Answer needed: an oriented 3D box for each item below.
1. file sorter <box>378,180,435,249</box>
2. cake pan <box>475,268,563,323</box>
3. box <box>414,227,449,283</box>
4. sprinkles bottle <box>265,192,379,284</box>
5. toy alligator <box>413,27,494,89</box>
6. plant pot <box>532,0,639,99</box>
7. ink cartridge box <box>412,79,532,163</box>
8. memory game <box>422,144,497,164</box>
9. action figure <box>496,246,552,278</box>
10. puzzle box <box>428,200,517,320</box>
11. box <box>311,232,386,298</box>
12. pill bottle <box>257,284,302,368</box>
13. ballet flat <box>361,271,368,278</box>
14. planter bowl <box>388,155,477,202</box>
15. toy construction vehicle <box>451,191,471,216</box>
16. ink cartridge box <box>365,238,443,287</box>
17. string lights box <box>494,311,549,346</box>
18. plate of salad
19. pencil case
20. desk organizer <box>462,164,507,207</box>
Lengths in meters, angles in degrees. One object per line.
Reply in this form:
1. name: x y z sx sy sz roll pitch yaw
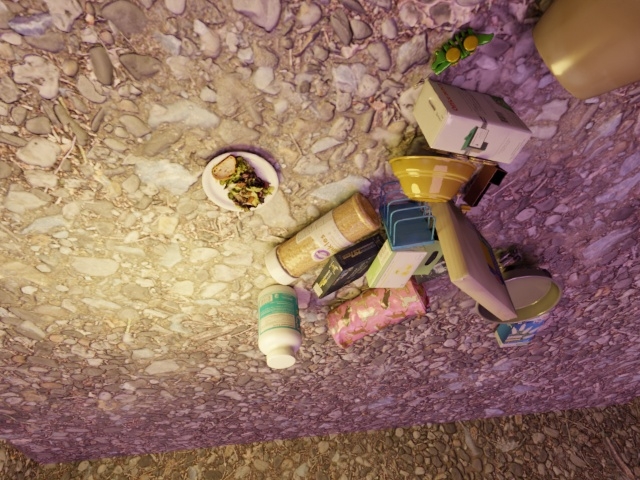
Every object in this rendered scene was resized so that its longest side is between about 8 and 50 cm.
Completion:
1. file sorter: 0.238 -0.077 1.126 0.118 0.171 0.105 -9 135 -1
2. cake pan: 0.701 0.199 1.453 0.292 0.054 0.294 0 137 0
3. box: 0.369 0.047 1.338 0.158 0.093 0.156 -20 136 10
4. sprinkles bottle: 0.000 0.000 1.202 0.355 0.121 0.121 -33 132 23
5. toy alligator: 0.274 -0.402 0.874 0.189 0.056 0.052 -29 92 21
6. plant pot: 0.578 -0.425 0.747 0.322 0.324 0.280 18 147 -27
7. ink cartridge box: 0.343 -0.275 0.938 0.219 0.161 0.093 7 135 -16
8. memory game: 0.342 -0.210 1.000 0.185 0.186 0.012 7 108 -17
9. action figure: 0.691 0.115 1.472 0.284 0.099 0.185 16 139 -20
10. puzzle box: 0.460 0.062 1.208 0.052 0.273 0.408 -28 140 29
11. box: 0.087 0.084 1.258 0.183 0.059 0.233 -24 162 -29
12. pill bottle: -0.141 0.294 1.385 0.146 0.264 0.146 -5 138 -4
13. ballet flat: 0.129 0.119 1.412 0.114 0.041 0.041 -19 137 10
14. planter bowl: 0.276 -0.146 1.022 0.216 0.091 0.217 7 180 0
15. toy construction vehicle: 0.423 -0.104 1.227 0.085 0.035 0.098 5 136 -15
16. ink cartridge box: 0.274 0.071 1.219 0.234 0.056 0.171 3 137 -20
17. string lights box: 0.881 0.369 1.786 0.133 0.077 0.260 -5 137 -3
18. plate of salad: -0.209 -0.144 1.063 0.199 0.048 0.200 -6 137 -5
19. pencil case: 0.210 0.264 1.500 0.385 0.167 0.160 -27 167 18
20. desk organizer: 0.466 -0.153 1.149 0.047 0.050 0.130 14 119 -23
